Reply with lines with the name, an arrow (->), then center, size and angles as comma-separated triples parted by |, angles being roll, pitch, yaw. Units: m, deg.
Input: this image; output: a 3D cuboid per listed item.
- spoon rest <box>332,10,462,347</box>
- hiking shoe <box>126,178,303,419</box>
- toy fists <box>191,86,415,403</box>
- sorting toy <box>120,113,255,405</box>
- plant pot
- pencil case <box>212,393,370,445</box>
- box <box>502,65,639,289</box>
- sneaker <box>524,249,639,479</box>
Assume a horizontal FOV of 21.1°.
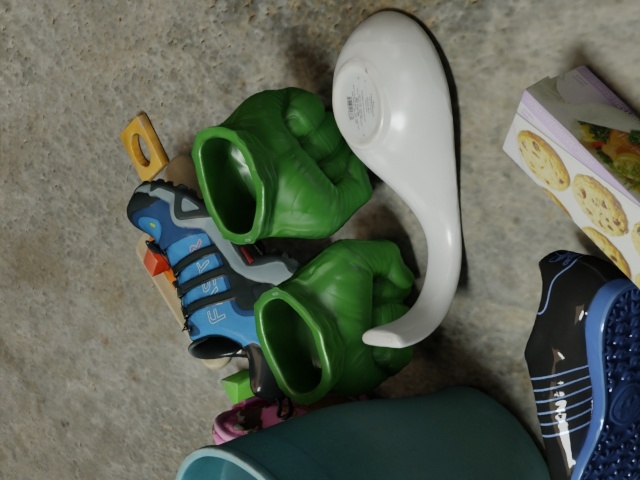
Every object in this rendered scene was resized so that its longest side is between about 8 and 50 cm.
spoon rest -> 0.068, -0.053, 1.436 | 0.137, 0.084, 0.276 | 4, 100, 56
hiking shoe -> -0.106, 0.042, 1.658 | 0.304, 0.132, 0.113 | 33, 175, 40
toy fists -> 0.000, 0.000, 1.502 | 0.096, 0.142, 0.279 | -20, 93, 43
sorting toy -> -0.140, 0.029, 1.831 | 0.347, 0.047, 0.196 | 57, 149, 16
plant pot -> 0.055, 0.251, 1.466 | 0.272, 0.255, 0.271 | 38, 140, 41
pencil case -> 0.010, 0.331, 1.693 | 0.160, 0.167, 0.386 | -9, 107, 17
box -> 0.253, 0.008, 1.177 | 0.324, 0.063, 0.067 | 50, 147, 27
sneaker -> 0.202, 0.116, 1.326 | 0.090, 0.081, 0.232 | 34, 130, 47
